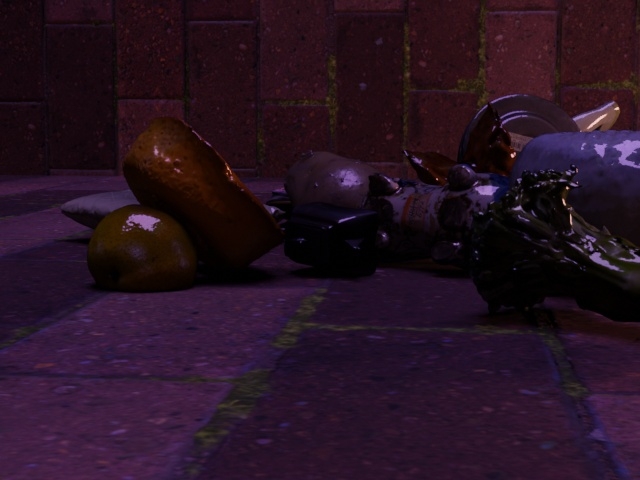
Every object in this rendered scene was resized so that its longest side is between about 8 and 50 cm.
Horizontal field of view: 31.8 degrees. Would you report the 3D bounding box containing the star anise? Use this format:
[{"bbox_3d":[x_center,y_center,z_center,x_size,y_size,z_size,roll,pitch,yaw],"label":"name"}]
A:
[{"bbox_3d":[0.287,-0.072,1.736,0.346,0.237,0.148,24,20,3],"label":"star anise"}]

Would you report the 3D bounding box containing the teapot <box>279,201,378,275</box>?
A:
[{"bbox_3d":[0.000,0.000,1.495,0.096,0.087,0.177,-9,15,-44],"label":"teapot"}]

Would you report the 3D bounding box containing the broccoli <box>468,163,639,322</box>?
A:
[{"bbox_3d":[0.281,0.036,1.105,0.304,0.145,0.165,22,-18,47],"label":"broccoli"}]

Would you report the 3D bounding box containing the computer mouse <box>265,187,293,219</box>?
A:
[{"bbox_3d":[-0.002,-0.067,2.173,0.158,0.071,0.310,4,5,15],"label":"computer mouse"}]

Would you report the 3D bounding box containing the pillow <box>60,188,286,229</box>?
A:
[{"bbox_3d":[-0.250,-0.041,1.886,0.281,0.076,0.274,13,16,43],"label":"pillow"}]

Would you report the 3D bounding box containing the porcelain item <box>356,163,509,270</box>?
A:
[{"bbox_3d":[0.183,-0.018,1.583,0.186,0.138,0.288,18,-12,-43],"label":"porcelain item"}]

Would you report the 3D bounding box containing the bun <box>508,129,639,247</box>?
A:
[{"bbox_3d":[0.412,-0.039,1.388,0.355,0.194,0.354,1,5,0],"label":"bun"}]

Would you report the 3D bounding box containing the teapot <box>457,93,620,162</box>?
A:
[{"bbox_3d":[0.397,-0.170,2.212,0.239,0.321,0.239,33,-16,3],"label":"teapot"}]

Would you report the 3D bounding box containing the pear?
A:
[{"bbox_3d":[-0.218,0.007,1.393,0.141,0.104,0.141,-2,10,0],"label":"pear"}]

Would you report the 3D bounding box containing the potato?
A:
[{"bbox_3d":[0.031,-0.063,1.830,0.165,0.165,0.262,-2,13,-21],"label":"potato"}]

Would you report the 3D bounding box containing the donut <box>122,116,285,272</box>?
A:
[{"bbox_3d":[-0.156,-0.061,1.486,0.118,0.253,0.253,-47,26,-18],"label":"donut"}]
